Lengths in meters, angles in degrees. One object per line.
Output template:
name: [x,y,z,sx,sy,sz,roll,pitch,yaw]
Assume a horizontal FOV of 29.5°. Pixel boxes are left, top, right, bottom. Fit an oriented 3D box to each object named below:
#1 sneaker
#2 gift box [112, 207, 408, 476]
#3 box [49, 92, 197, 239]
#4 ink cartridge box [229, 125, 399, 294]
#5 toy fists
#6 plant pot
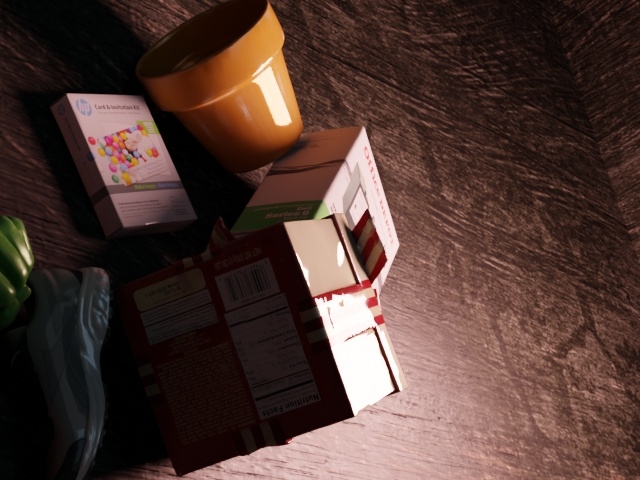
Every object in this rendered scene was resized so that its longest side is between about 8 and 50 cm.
sneaker: [-0.276,0.150,1.256,0.108,0.100,0.272,8,57,-22]
gift box: [-0.055,0.090,1.387,0.258,0.255,0.277,-4,78,-72]
box: [-0.247,-0.097,1.540,0.145,0.038,0.186,-8,69,-56]
ink cartridge box: [0.000,0.000,1.656,0.289,0.121,0.211,-63,142,-54]
toy fists: [-0.358,0.077,1.138,0.096,0.142,0.279,48,33,-15]
plant pot: [-0.120,-0.203,1.677,0.188,0.205,0.205,60,28,-27]
